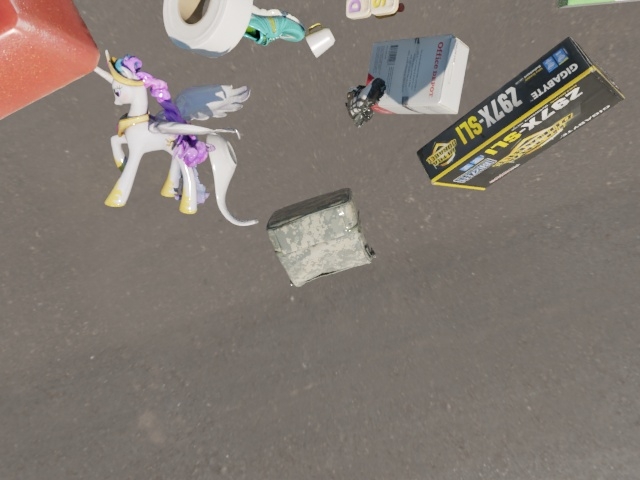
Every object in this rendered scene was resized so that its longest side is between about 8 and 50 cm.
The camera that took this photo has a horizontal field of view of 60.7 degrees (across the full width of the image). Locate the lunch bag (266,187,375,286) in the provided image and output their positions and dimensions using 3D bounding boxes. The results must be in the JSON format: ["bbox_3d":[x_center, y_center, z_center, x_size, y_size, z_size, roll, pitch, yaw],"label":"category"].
[{"bbox_3d":[0.000,0.000,1.777,0.305,0.212,0.255,-18,107,11],"label":"lunch bag"}]

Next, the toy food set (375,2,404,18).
[{"bbox_3d":[0.201,-0.777,1.584,0.111,0.105,0.232,10,95,-38],"label":"toy food set"}]

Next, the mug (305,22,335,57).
[{"bbox_3d":[-0.002,-0.525,1.416,0.064,0.062,0.078,-27,101,13],"label":"mug"}]

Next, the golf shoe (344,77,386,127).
[{"bbox_3d":[0.109,-0.386,1.471,0.077,0.198,0.094,-34,82,-23],"label":"golf shoe"}]

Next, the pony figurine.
[{"bbox_3d":[-0.356,-0.250,1.300,0.351,0.302,0.363,6,121,-5],"label":"pony figurine"}]

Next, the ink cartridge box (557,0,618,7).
[{"bbox_3d":[0.659,-0.684,1.232,0.202,0.117,0.278,0,109,13],"label":"ink cartridge box"}]

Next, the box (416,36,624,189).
[{"bbox_3d":[0.374,-0.215,1.025,0.322,0.257,0.079,-36,68,33],"label":"box"}]

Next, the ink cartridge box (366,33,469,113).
[{"bbox_3d":[0.277,-0.479,1.604,0.273,0.114,0.196,13,94,43],"label":"ink cartridge box"}]

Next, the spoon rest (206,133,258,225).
[{"bbox_3d":[-0.255,-0.164,1.482,0.084,0.137,0.276,-20,91,6],"label":"spoon rest"}]

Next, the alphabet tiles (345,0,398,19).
[{"bbox_3d":[0.126,-0.672,1.276,0.278,0.021,0.283,10,101,37],"label":"alphabet tiles"}]

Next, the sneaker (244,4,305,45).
[{"bbox_3d":[-0.176,-0.668,1.743,0.276,0.107,0.109,-1,72,-28],"label":"sneaker"}]

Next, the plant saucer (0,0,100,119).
[{"bbox_3d":[-0.328,-0.179,0.371,0.259,0.048,0.258,-28,89,-2],"label":"plant saucer"}]

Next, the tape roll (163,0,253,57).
[{"bbox_3d":[-0.334,-0.694,1.609,0.286,0.100,0.286,0,90,36],"label":"tape roll"}]
